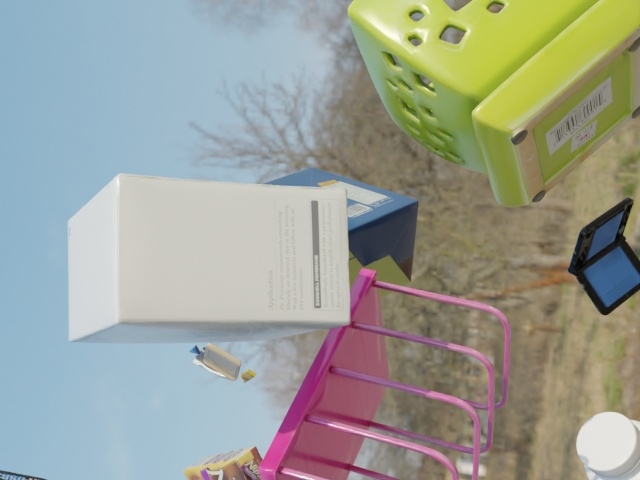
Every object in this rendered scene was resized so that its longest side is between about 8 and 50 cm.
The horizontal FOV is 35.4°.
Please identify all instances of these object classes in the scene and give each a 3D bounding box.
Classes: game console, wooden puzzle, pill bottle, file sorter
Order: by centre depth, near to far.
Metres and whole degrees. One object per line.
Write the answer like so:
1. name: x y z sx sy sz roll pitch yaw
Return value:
1. file sorter: 0.087 0.215 1.105 0.202 0.182 0.291 81 -152 -42
2. pill bottle: 0.414 0.302 1.319 0.193 0.108 0.108 42 -133 -38
3. game console: 0.390 0.019 1.320 0.122 0.071 0.107 -29 -41 -37
4. wooden puzzle: -0.164 0.203 1.689 0.014 0.116 0.078 -57 0 -33

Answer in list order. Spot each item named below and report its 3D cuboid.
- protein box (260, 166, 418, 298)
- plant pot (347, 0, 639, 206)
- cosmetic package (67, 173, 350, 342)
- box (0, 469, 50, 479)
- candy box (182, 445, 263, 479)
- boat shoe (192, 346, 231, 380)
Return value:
1. protein box: 0.000 0.000 1.447 0.199 0.201 0.136 -23 -56 -47
2. plant pot: 0.192 -0.181 1.000 0.228 0.207 0.227 -40 -28 -2
3. cosmetic package: -0.119 0.028 0.991 0.224 0.224 0.138 159 113 -64
4. box: -0.674 0.564 1.933 0.296 0.293 0.073 -61 24 24
5. candy box: -0.154 0.426 1.749 0.053 0.186 0.109 -30 -87 -42
6. boat shoe: -0.190 0.226 1.837 0.046 0.125 0.038 33 -100 -31
